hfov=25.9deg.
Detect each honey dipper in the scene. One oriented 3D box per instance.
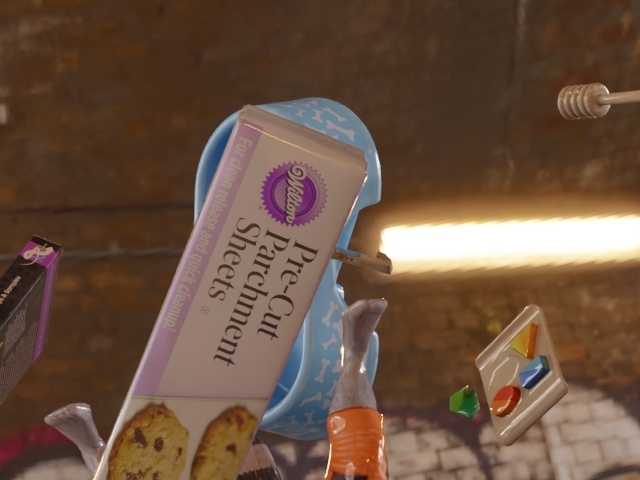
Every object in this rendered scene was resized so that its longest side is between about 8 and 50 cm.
[{"bbox_3d":[0.265,-0.121,1.161,0.030,0.030,0.161,5,-3,-35],"label":"honey dipper"}]

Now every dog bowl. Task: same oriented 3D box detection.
[{"bbox_3d":[-0.037,0.021,1.179,0.166,0.297,0.074,-1,-4,41],"label":"dog bowl"}]

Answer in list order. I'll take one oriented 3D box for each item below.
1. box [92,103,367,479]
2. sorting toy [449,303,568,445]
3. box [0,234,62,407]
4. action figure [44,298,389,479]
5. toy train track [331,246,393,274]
[{"bbox_3d":[-0.068,0.096,0.666,0.067,0.324,0.063,23,12,-4],"label":"box"},{"bbox_3d":[0.101,0.082,0.773,0.012,0.062,0.083,19,-52,-29],"label":"sorting toy"},{"bbox_3d":[-0.246,0.087,1.034,0.029,0.162,0.116,23,-48,4],"label":"box"},{"bbox_3d":[0.038,0.208,0.789,0.341,0.330,0.178,-16,-15,-20],"label":"action figure"},{"bbox_3d":[0.000,0.000,0.740,0.083,0.014,0.048,16,-27,17],"label":"toy train track"}]
